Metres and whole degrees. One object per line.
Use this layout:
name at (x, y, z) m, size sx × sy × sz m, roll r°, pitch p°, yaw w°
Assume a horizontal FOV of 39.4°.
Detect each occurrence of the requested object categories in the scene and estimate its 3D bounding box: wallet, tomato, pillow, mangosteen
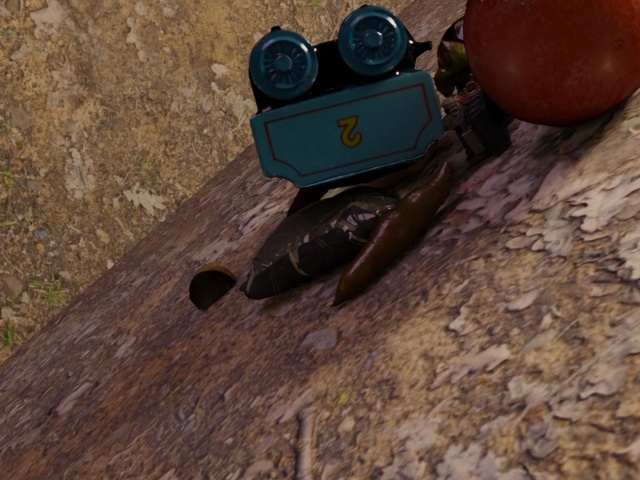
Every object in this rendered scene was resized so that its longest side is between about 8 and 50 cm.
wallet at (0.013, -0.154, 1.796) m, size 0.182 × 0.049 × 0.229 m, roll -56°, pitch -3°, yaw -37°
tomato at (0.325, -0.275, 1.206) m, size 0.265 × 0.265 × 0.265 m, roll -36°, pitch 15°, yaw 11°
pillow at (0.000, 0.000, 1.449) m, size 0.335 × 0.092 × 0.161 m, roll -27°, pitch 25°, yaw 35°
mangosteen at (0.279, -0.320, 1.580) m, size 0.172 × 0.173 × 0.184 m, roll -27°, pitch 0°, yaw 39°

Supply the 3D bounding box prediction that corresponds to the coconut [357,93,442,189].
coconut at (0.105, -0.210, 1.593) m, size 0.236 × 0.237 × 0.197 m, roll -28°, pitch -17°, yaw 35°

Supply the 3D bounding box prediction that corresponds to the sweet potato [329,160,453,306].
sweet potato at (0.104, -0.008, 1.290) m, size 0.274 × 0.067 × 0.067 m, roll -47°, pitch 16°, yaw -11°

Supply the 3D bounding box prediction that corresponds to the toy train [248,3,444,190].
toy train at (0.038, -0.218, 1.411) m, size 0.300 × 0.265 × 0.188 m, roll -15°, pitch 5°, yaw 2°

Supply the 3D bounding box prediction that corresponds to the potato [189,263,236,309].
potato at (-0.227, 0.082, 1.804) m, size 0.096 × 0.066 × 0.103 m, roll -36°, pitch 12°, yaw -4°

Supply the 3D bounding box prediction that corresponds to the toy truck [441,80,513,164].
toy truck at (0.254, -0.194, 1.438) m, size 0.092 × 0.083 × 0.192 m, roll -34°, pitch 17°, yaw 19°
